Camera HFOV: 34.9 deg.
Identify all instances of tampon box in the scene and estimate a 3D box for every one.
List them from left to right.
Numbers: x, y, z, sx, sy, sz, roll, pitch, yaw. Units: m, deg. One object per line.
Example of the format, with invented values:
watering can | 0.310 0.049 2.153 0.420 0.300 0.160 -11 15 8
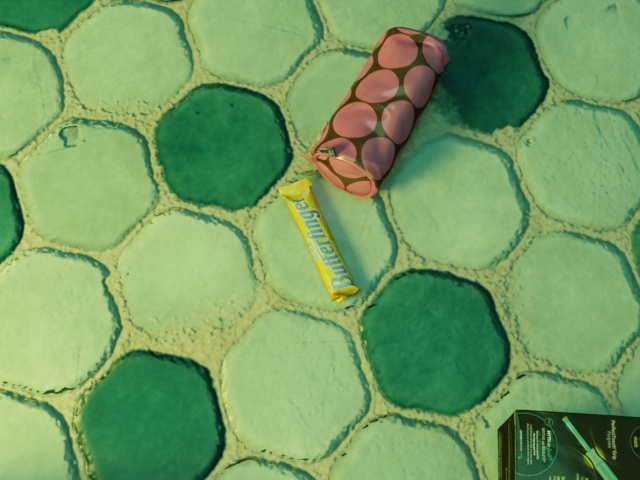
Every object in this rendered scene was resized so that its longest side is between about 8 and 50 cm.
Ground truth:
tampon box | 0.271 0.247 1.052 0.161 0.101 0.120 4 70 1

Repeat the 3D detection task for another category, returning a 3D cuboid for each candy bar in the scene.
candy bar | 0.000 0.000 1.191 0.040 0.018 0.161 -22 70 -8

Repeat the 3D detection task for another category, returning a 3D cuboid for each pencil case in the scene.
pencil case | 0.069 -0.159 1.215 0.098 0.095 0.209 22 68 25
